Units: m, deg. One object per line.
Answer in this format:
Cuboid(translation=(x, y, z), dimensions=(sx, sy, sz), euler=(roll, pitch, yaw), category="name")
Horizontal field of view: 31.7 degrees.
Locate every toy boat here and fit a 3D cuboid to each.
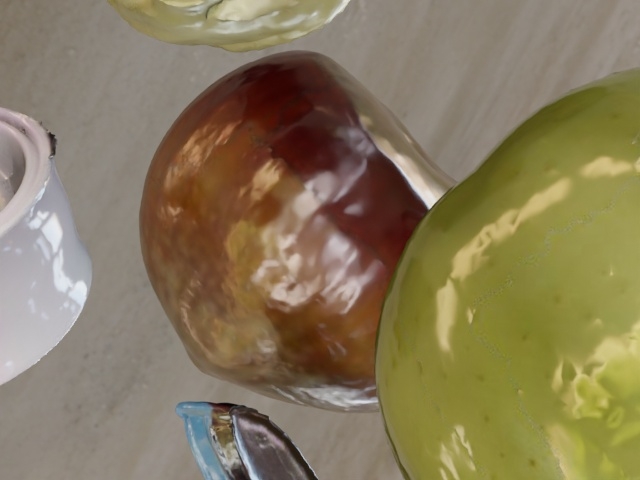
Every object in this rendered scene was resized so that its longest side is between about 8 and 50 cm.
Cuboid(translation=(-0.070, 0.235, 1.105), dimensions=(0.223, 0.097, 0.100), euler=(56, 38, -25), category="toy boat")

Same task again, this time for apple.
Cuboid(translation=(0.158, 0.060, 0.502), dimensions=(0.279, 0.279, 0.279), euler=(-42, 152, -28), category="apple")

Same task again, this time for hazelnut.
Cuboid(translation=(0.000, 0.000, 1.228), dimensions=(0.359, 0.409, 0.359), euler=(-36, -171, 6), category="hazelnut")

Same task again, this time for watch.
Cuboid(translation=(-0.280, 0.001, 0.705), dimensions=(0.248, 0.217, 0.211), euler=(-32, 134, -26), category="watch")

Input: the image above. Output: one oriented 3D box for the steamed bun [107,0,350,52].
Cuboid(translation=(-0.049, -0.303, 0.774), dimensions=(0.372, 0.325, 0.230), euler=(-35, -171, 19), category="steamed bun")
